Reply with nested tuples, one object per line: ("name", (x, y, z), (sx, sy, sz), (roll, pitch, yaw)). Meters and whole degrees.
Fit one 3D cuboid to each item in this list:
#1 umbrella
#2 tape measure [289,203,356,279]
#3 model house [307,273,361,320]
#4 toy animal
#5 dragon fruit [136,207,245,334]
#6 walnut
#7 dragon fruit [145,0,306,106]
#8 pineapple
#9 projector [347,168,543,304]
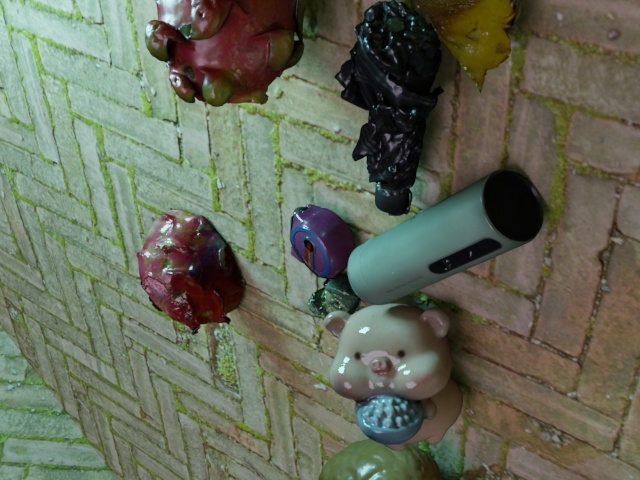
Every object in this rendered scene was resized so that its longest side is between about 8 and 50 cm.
("umbrella", (0.086, -0.170, 1.235), (0.154, 0.128, 0.337), (60, 161, 26))
("tape measure", (0.000, 0.000, 1.519), (0.125, 0.074, 0.118), (38, 148, 26))
("model house", (0.027, 0.099, 1.581), (0.078, 0.066, 0.083), (38, 141, 15))
("toy animal", (0.135, 0.223, 1.485), (0.209, 0.230, 0.221), (-9, 161, 21))
("dragon fruit", (-0.258, 0.073, 1.785), (0.126, 0.161, 0.274), (-14, 108, 54))
("walnut", (0.117, 0.510, 1.676), (0.251, 0.277, 0.313), (19, 158, -22))
("dragon fruit", (-0.144, -0.335, 1.243), (0.243, 0.227, 0.307), (-40, 83, 20))
("pineapple", (0.170, -0.330, 1.042), (0.164, 0.140, 0.250), (-36, 112, 14))
("projector", (0.169, 0.004, 1.311), (0.108, 0.108, 0.337), (54, 144, -4))
